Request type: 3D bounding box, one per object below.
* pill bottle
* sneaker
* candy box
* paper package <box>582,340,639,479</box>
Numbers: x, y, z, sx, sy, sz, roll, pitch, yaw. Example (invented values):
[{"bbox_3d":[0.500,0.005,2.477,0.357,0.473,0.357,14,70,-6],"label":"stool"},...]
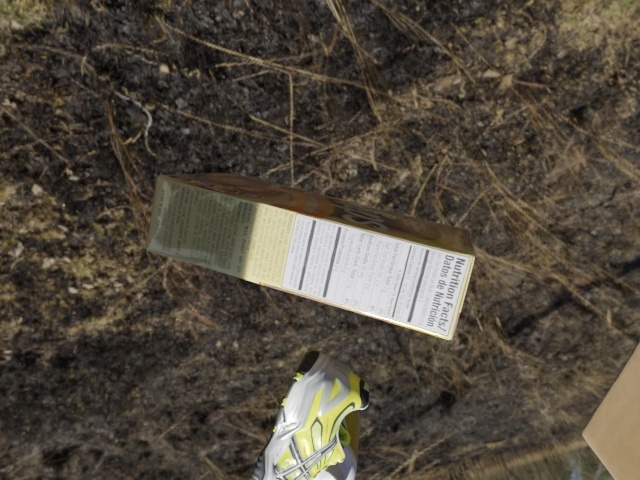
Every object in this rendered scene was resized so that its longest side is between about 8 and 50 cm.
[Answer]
[{"bbox_3d":[0.001,0.508,1.257,0.187,0.188,0.334,-23,-171,12],"label":"pill bottle"},{"bbox_3d":[-0.031,0.397,0.950,0.145,0.147,0.385,-53,165,-70],"label":"sneaker"},{"bbox_3d":[0.000,0.000,0.560,0.316,0.088,0.183,14,-168,13],"label":"candy box"},{"bbox_3d":[0.593,0.308,0.731,0.168,0.325,0.310,1,121,-18],"label":"paper package"}]
